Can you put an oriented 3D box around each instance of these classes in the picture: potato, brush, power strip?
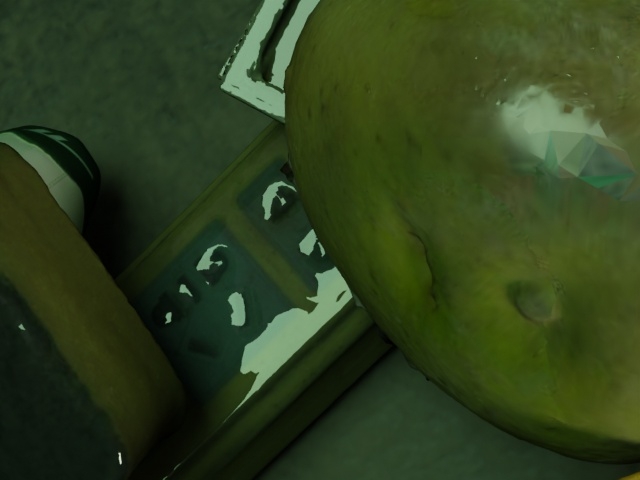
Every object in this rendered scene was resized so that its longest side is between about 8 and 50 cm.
[{"bbox_3d":[0.077,-0.022,0.392,0.182,0.117,0.202,-42,85,13],"label":"potato"},{"bbox_3d":[-0.154,0.065,0.469,0.197,0.059,0.123,-34,95,23],"label":"brush"},{"bbox_3d":[0.000,0.000,0.511,0.387,0.066,0.092,-44,65,5],"label":"power strip"}]

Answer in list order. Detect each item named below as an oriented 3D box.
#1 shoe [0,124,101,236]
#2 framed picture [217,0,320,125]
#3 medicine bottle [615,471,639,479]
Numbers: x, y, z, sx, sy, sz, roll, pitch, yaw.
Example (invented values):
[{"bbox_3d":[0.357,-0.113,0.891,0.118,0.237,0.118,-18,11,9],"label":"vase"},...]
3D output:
[{"bbox_3d":[-0.182,0.051,0.570,0.095,0.110,0.265,45,120,-5],"label":"shoe"},{"bbox_3d":[0.117,-0.072,0.447,0.260,0.023,0.189,29,94,8],"label":"framed picture"},{"bbox_3d":[0.119,0.179,0.357,0.112,0.149,0.222,-30,65,12],"label":"medicine bottle"}]
